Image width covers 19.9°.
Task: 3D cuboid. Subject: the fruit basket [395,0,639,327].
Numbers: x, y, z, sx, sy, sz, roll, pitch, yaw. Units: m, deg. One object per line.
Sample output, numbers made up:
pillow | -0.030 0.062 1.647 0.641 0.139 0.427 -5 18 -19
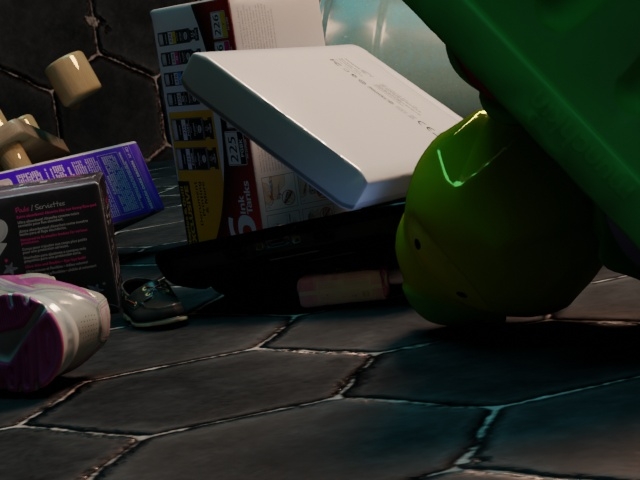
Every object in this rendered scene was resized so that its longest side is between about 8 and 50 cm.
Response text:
fruit basket | 0.180 -0.058 1.384 0.392 0.392 0.283 -6 7 14

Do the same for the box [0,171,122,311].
box | -0.343 0.014 1.934 0.247 0.142 0.163 -8 7 -4

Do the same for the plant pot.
plant pot | 0.187 -0.220 2.575 0.334 0.341 0.341 1 9 13

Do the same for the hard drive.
hard drive | 0.033 -0.129 1.944 0.233 0.047 0.353 37 22 19

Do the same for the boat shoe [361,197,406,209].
boat shoe | 0.141 -0.039 2.080 0.207 0.073 0.073 -6 5 18

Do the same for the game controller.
game controller | 0.000 0.000 1.761 0.319 0.067 0.166 -12 -16 29

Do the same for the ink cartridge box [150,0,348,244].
ink cartridge box | -0.102 -0.140 2.217 0.130 0.309 0.272 -12 7 -30

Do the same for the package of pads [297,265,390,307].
package of pads | 0.022 0.044 1.717 0.083 0.032 0.050 -6 5 10

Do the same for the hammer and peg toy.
hammer and peg toy | -0.433 -0.103 2.482 0.361 0.127 0.266 -31 -7 3

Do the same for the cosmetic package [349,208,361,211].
cosmetic package | 0.143 -0.057 2.187 0.231 0.085 0.117 -4 7 21

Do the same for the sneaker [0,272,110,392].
sneaker | -0.279 0.079 1.567 0.252 0.103 0.111 5 10 37

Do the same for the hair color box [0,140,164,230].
hair color box | -0.366 -0.024 2.256 0.185 0.110 0.339 -24 -3 29

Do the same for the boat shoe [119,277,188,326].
boat shoe | -0.165 0.060 1.775 0.049 0.042 0.133 -8 8 -21
